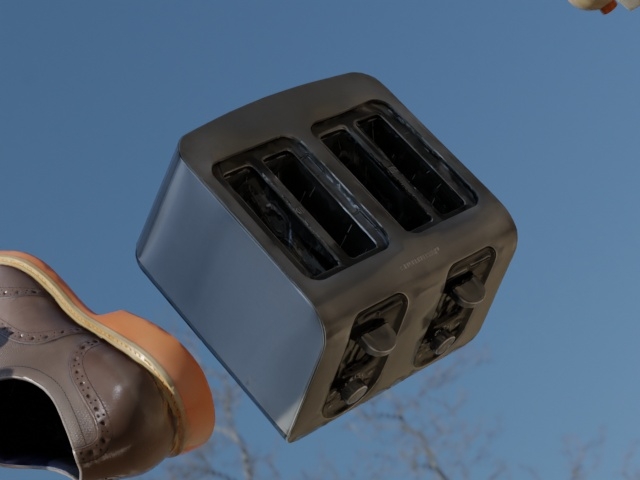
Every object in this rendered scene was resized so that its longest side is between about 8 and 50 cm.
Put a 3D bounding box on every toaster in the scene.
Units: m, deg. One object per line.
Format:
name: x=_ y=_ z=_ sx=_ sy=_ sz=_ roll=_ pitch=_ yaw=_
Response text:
toaster: x=0.000 y=0.000 z=0.893 sx=0.168 sy=0.185 sz=0.110 roll=-24 pitch=-28 yaw=-38

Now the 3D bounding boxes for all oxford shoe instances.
oxford shoe: x=-0.249 y=0.099 z=1.216 sx=0.133 sy=0.364 sz=0.129 roll=-28 pitch=-62 yaw=-37

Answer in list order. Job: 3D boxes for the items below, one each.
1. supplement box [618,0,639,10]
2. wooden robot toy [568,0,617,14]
supplement box: x=0.169 y=-0.174 z=0.773 sx=0.036 sy=0.098 sz=0.062 roll=32 pitch=-45 yaw=-28
wooden robot toy: x=0.170 y=-0.180 z=0.937 sx=0.076 sy=0.079 sz=0.173 roll=-36 pitch=11 yaw=-12
